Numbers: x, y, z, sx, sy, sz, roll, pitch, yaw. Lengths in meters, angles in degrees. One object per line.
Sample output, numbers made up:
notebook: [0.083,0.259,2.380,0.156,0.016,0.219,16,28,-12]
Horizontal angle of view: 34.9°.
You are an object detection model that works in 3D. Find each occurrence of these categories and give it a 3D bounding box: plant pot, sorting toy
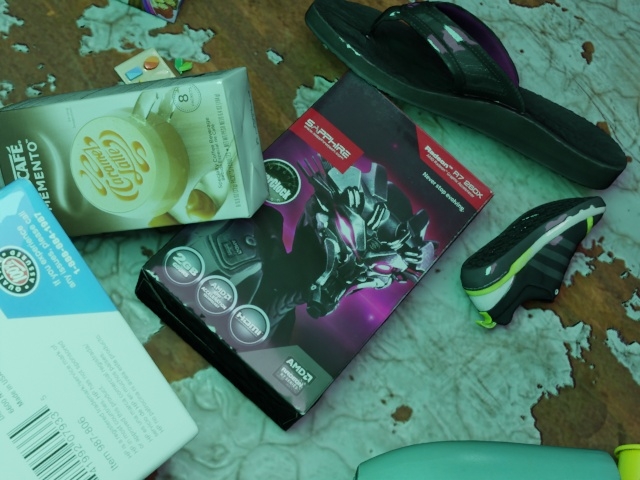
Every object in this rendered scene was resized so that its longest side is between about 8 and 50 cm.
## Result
plant pot: [0.133,0.323,0.966,0.235,0.293,0.293,10,66,2]
sorting toy: [-0.195,-0.203,1.213,0.083,0.012,0.062,-36,83,-25]

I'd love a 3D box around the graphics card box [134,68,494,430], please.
graphics card box: [0.000,0.000,1.149,0.233,0.094,0.371,43,65,3]

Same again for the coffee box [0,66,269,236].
coffee box: [-0.190,-0.086,1.032,0.246,0.098,0.141,-7,106,13]

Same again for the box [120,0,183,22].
box: [-0.223,-0.377,1.116,0.201,0.293,0.057,21,63,-8]

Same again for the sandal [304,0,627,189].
sandal: [0.195,-0.211,1.253,0.446,0.107,0.167,24,32,-12]

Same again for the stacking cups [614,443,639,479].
stacking cups: [0.349,0.385,1.101,0.096,0.096,0.316,19,65,-9]

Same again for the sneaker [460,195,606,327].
sneaker: [0.263,0.027,1.241,0.235,0.084,0.097,-31,105,-24]

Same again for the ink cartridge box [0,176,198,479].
ink cartridge box: [-0.358,0.173,0.893,0.395,0.166,0.285,-37,102,-26]
